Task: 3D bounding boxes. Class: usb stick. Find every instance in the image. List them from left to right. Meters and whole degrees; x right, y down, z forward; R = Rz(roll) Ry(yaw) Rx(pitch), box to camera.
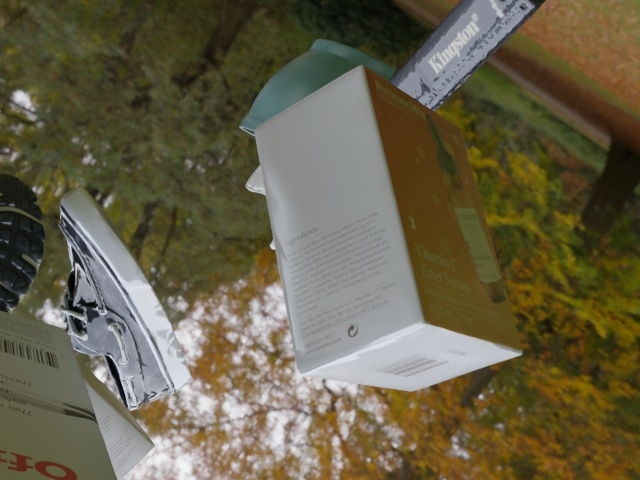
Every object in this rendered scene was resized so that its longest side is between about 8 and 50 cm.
[{"bbox_3d":[0.164,-0.231,1.028,0.045,0.278,0.077,-18,-104,-33],"label":"usb stick"}]

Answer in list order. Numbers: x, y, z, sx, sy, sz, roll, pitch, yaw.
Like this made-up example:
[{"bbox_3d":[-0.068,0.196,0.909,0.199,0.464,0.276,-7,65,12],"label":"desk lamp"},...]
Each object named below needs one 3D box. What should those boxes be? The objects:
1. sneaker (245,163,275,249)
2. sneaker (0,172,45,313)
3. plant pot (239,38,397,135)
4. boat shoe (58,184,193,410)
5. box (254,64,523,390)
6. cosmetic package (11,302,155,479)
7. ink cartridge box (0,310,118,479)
[{"bbox_3d":[0.000,0.000,1.445,0.330,0.146,0.122,56,-173,-3],"label":"sneaker"},{"bbox_3d":[-0.362,0.064,0.833,0.110,0.283,0.122,24,174,-35],"label":"sneaker"},{"bbox_3d":[0.033,-0.226,1.502,0.293,0.196,0.293,24,-178,-1],"label":"plant pot"},{"bbox_3d":[-0.227,0.076,0.923,0.108,0.102,0.301,48,160,40],"label":"boat shoe"},{"bbox_3d":[0.043,-0.001,0.556,0.130,0.091,0.170,18,-127,-51],"label":"box"},{"bbox_3d":[-0.434,0.229,1.323,0.197,0.155,0.365,35,163,44],"label":"cosmetic package"},{"bbox_3d":[-0.256,0.120,0.494,0.223,0.129,0.307,21,-178,-24],"label":"ink cartridge box"}]
